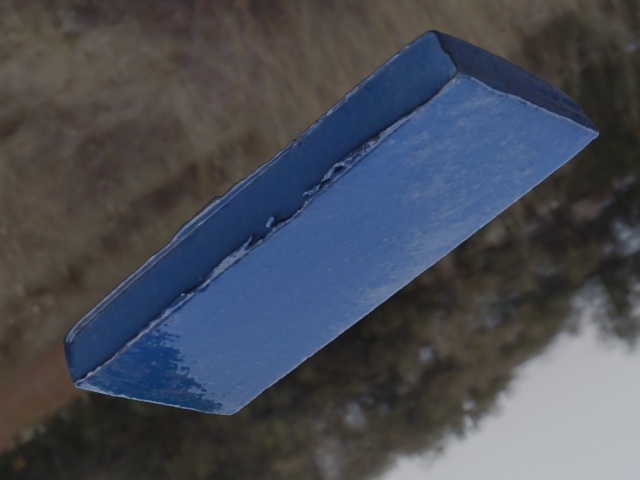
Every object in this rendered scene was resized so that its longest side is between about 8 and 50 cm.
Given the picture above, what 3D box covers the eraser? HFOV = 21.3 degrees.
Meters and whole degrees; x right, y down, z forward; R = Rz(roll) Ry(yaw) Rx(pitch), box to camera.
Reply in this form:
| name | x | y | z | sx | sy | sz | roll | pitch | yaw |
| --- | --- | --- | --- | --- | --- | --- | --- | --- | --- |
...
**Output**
| name | x | y | z | sx | sy | sz | roll | pitch | yaw |
| --- | --- | --- | --- | --- | --- | --- | --- | --- | --- |
| eraser | 0.000 | 0.000 | 0.983 | 0.312 | 0.042 | 0.144 | -39 | 147 | 27 |
